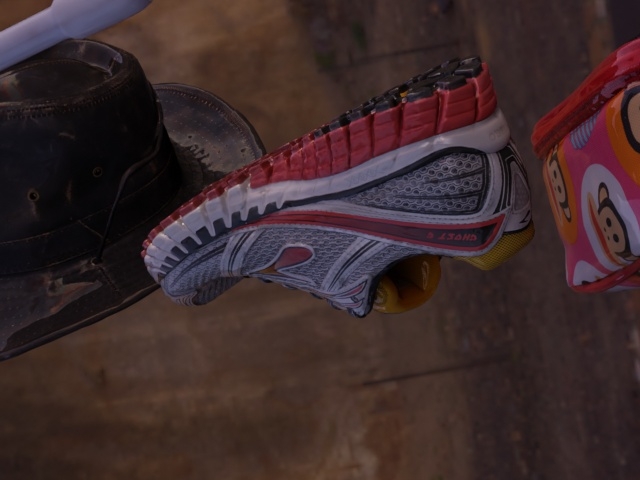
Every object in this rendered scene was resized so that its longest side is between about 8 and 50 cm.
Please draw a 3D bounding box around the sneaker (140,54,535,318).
[{"bbox_3d":[0.000,0.000,0.601,0.225,0.088,0.093,-21,99,49],"label":"sneaker"}]

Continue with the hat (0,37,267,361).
[{"bbox_3d":[-0.210,-0.064,0.959,0.331,0.331,0.134,-101,-2,-50],"label":"hat"}]

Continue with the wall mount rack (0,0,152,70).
[{"bbox_3d":[-0.189,0.049,0.438,0.350,0.130,0.304,-66,1,-58],"label":"wall mount rack"}]

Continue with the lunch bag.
[{"bbox_3d":[0.258,-0.049,0.644,0.258,0.293,0.120,117,141,-79],"label":"lunch bag"}]
